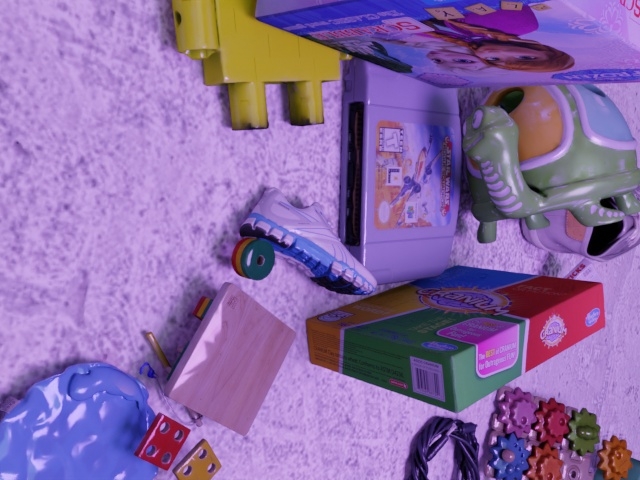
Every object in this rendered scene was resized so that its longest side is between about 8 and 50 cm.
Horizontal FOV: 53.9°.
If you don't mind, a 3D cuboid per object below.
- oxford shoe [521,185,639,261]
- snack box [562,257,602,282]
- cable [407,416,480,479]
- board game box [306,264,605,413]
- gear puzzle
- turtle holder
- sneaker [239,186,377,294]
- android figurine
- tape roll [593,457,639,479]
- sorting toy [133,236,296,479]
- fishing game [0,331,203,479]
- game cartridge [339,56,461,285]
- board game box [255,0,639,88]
[{"bbox_3d":[0.552,-0.037,1.193,0.449,0.130,0.169,-1,94,-41],"label":"oxford shoe"},{"bbox_3d":[0.419,0.113,1.117,0.178,0.022,0.064,-45,128,4],"label":"snack box"},{"bbox_3d":[0.196,0.375,0.997,0.151,0.047,0.184,13,88,-40],"label":"cable"},{"bbox_3d":[0.178,0.108,0.822,0.317,0.242,0.064,-15,103,-39],"label":"board game box"},{"bbox_3d":[0.447,0.384,1.136,0.339,0.044,0.175,20,76,-21],"label":"gear puzzle"},{"bbox_3d":[0.304,-0.122,0.919,0.320,0.243,0.227,-12,90,-20],"label":"turtle holder"},{"bbox_3d":[0.000,0.000,0.759,0.191,0.071,0.083,34,61,-25],"label":"sneaker"},{"bbox_3d":[-0.053,-0.262,0.702,0.248,0.056,0.272,-11,104,-39],"label":"android figurine"},{"bbox_3d":[0.581,0.593,1.278,0.321,0.077,0.321,-26,123,-48],"label":"tape roll"},{"bbox_3d":[-0.109,0.138,0.701,0.132,0.046,0.274,45,64,-44],"label":"sorting toy"},{"bbox_3d":[-0.240,0.212,0.615,0.264,0.041,0.189,-47,125,-36],"label":"fishing game"},{"bbox_3d":[0.115,-0.089,0.867,0.198,0.062,0.297,-4,98,-36],"label":"game cartridge"},{"bbox_3d":[0.153,-0.223,0.638,0.318,0.319,0.065,5,96,-40],"label":"board game box"}]
